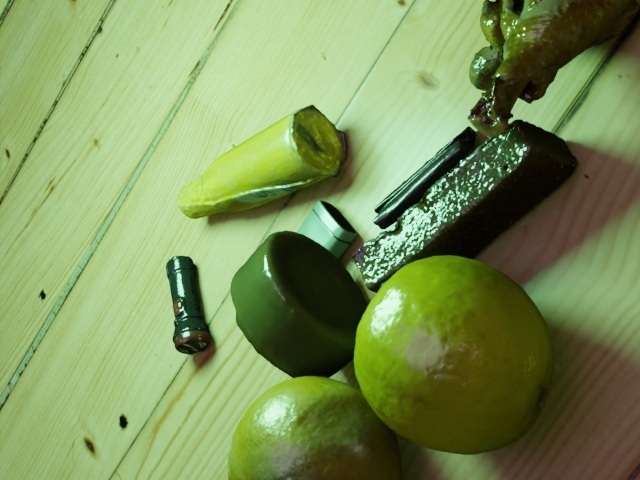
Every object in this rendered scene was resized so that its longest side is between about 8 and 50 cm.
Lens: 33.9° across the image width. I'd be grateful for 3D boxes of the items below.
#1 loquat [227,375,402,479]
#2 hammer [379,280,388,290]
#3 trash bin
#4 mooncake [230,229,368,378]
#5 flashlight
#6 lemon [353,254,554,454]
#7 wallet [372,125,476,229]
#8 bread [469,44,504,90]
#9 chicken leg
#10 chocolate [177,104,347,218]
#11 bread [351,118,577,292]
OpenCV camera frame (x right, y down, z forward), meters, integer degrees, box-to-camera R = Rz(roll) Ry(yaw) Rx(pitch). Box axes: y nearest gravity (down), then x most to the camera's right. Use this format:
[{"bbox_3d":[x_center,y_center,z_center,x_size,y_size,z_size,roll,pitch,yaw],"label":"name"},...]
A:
[{"bbox_3d":[-0.021,0.422,1.886,0.328,0.359,0.329,8,110,24],"label":"loquat"},{"bbox_3d":[0.132,0.156,1.925,0.069,0.194,0.116,6,38,23],"label":"hammer"},{"bbox_3d":[0.000,0.000,2.187,0.130,0.059,0.116,-54,47,18],"label":"trash bin"},{"bbox_3d":[-0.041,0.132,2.034,0.155,0.284,0.284,-43,52,24],"label":"mooncake"},{"bbox_3d":[-0.310,0.143,2.412,0.093,0.093,0.232,-33,57,31],"label":"flashlight"},{"bbox_3d":[0.223,0.192,1.745,0.347,0.348,0.348,-14,68,39],"label":"lemon"},{"bbox_3d":[0.200,-0.121,1.977,0.049,0.182,0.229,47,112,0],"label":"wallet"},{"bbox_3d":[0.325,-0.334,1.974,0.113,0.082,0.060,-28,57,30],"label":"bread"},{"bbox_3d":[0.365,-0.349,1.829,0.295,0.182,0.409,18,70,50],"label":"chicken leg"},{"bbox_3d":[-0.146,-0.142,2.322,0.445,0.162,0.162,-24,62,41],"label":"chocolate"},{"bbox_3d":[0.257,-0.051,1.896,0.416,0.165,0.113,-41,59,25],"label":"bread"}]
